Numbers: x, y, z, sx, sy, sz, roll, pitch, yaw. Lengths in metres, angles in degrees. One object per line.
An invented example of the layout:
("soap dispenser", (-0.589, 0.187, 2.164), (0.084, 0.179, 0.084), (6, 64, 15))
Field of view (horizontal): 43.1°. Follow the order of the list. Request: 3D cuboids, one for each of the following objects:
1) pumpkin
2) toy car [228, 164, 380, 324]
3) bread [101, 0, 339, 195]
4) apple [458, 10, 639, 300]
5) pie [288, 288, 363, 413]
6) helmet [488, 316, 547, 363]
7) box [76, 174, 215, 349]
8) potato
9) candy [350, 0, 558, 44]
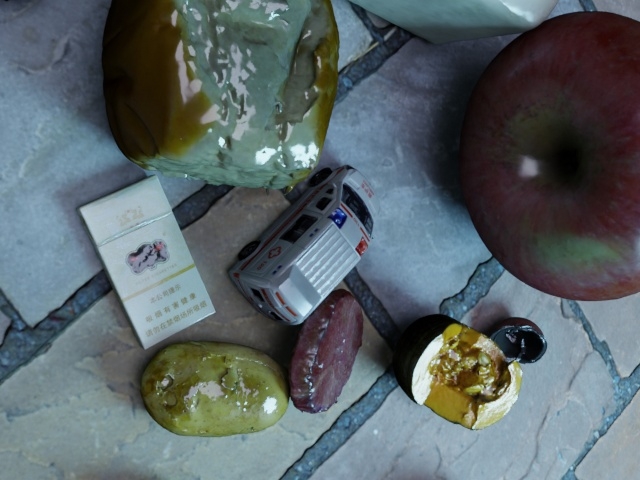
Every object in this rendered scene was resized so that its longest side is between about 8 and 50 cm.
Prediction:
("pumpkin", (0.157, 0.157, 1.015), (0.183, 0.108, 0.119), (34, 84, -33))
("toy car", (0.000, 0.000, 0.921), (0.209, 0.108, 0.089), (-46, 112, -19))
("bread", (-0.093, -0.178, 0.778), (0.225, 0.279, 0.250), (8, 88, -15))
("apple", (0.334, -0.099, 0.988), (0.269, 0.345, 0.344), (-11, 98, -49))
("pie", (0.007, 0.127, 0.932), (0.154, 0.036, 0.154), (-44, 140, -52))
("helmet", (0.263, 0.130, 1.103), (0.084, 0.049, 0.065), (12, 123, -4))
("box", (-0.185, 0.023, 0.869), (0.090, 0.024, 0.166), (-28, 106, -24))
("potato", (-0.113, 0.164, 0.886), (0.171, 0.080, 0.107), (15, 97, -30))
("candy", (0.082, -0.347, 0.892), (0.359, 0.208, 0.145), (19, 85, -28))
